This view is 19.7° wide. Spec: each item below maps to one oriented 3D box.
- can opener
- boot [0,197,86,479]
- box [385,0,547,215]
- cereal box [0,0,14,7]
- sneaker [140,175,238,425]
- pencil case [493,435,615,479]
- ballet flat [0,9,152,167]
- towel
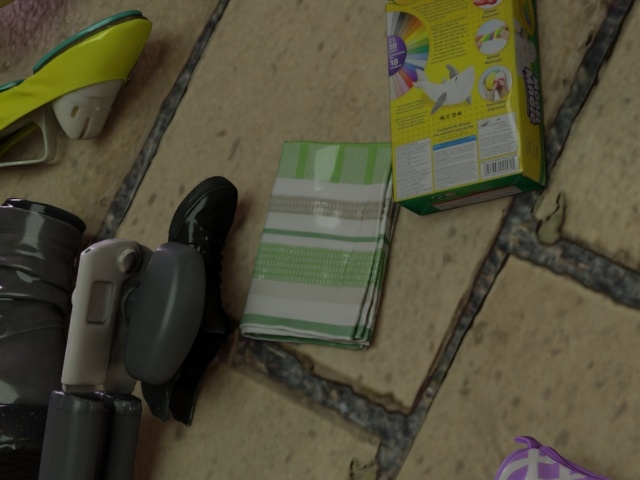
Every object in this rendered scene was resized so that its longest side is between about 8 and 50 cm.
[{"bbox_3d":[-0.154,0.134,1.317,0.093,0.074,0.280,17,97,43],"label":"can opener"},{"bbox_3d":[-0.331,0.097,1.473,0.338,0.118,0.222,-11,65,18],"label":"boot"},{"bbox_3d":[0.100,-0.115,1.291,0.105,0.043,0.179,-12,70,30],"label":"box"},{"bbox_3d":[-0.309,-0.283,1.563,0.173,0.047,0.240,-31,52,-19],"label":"cereal box"},{"bbox_3d":[-0.091,0.044,1.359,0.089,0.051,0.170,39,102,36],"label":"sneaker"},{"bbox_3d":[0.196,0.183,1.097,0.206,0.086,0.088,12,94,35],"label":"pencil case"},{"bbox_3d":[-0.218,-0.108,1.487,0.231,0.077,0.077,-23,84,28],"label":"ballet flat"},{"bbox_3d":[0.000,0.000,1.328,0.113,0.023,0.152,4,76,33],"label":"towel"}]
